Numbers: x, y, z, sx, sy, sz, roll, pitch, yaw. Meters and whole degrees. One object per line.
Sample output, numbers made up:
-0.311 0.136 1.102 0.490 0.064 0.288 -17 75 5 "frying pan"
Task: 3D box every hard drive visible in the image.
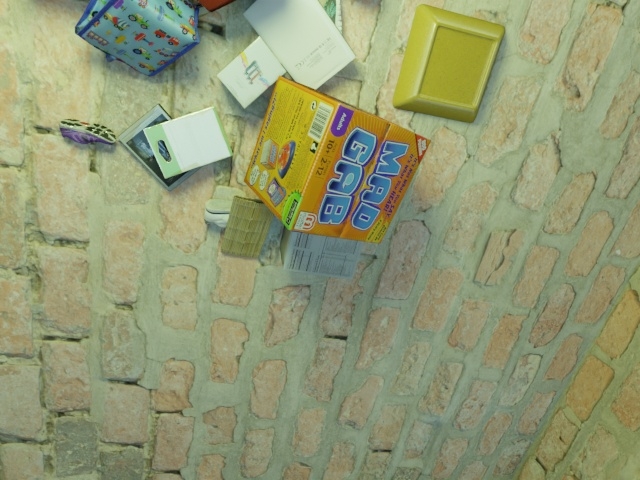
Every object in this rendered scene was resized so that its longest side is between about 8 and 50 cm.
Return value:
-0.061 -0.638 1.262 0.203 0.040 0.307 -31 117 24 "hard drive"

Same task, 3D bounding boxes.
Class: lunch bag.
-0.513 -0.575 1.124 0.294 0.137 0.221 -21 155 34 "lunch bag"

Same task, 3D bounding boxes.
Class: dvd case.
-0.526 -0.308 1.371 0.179 0.029 0.238 -36 115 8 "dvd case"

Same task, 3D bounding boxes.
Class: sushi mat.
-0.265 -0.041 1.474 0.152 0.019 0.316 10 139 -16 "sushi mat"

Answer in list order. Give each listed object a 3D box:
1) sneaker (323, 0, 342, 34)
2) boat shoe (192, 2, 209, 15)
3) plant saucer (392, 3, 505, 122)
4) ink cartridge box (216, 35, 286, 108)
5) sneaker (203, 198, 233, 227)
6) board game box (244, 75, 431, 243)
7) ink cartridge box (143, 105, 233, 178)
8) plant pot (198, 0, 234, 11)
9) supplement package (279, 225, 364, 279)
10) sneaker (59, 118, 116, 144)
0.025 -0.706 1.264 0.076 0.065 0.166 -7 114 -2 "sneaker"
-0.437 -0.675 1.187 0.220 0.077 0.070 -12 117 -2 "boat shoe"
0.448 -0.587 1.381 0.334 0.081 0.332 7 114 -13 "plant saucer"
-0.214 -0.525 1.268 0.176 0.128 0.127 -38 115 7 "ink cartridge box"
-0.307 -0.087 1.492 0.236 0.090 0.094 10 128 -12 "sneaker"
0.034 -0.244 1.259 0.357 0.356 0.356 7 115 -37 "board game box"
-0.428 -0.323 1.334 0.235 0.056 0.170 -22 112 -11 "ink cartridge box"
-0.283 -0.775 1.051 0.236 0.267 0.267 -34 138 23 "plant pot"
0.000 0.000 1.510 0.263 0.199 0.197 9 112 -14 "supplement package"
-0.747 -0.339 1.310 0.170 0.068 0.071 14 127 -7 "sneaker"
